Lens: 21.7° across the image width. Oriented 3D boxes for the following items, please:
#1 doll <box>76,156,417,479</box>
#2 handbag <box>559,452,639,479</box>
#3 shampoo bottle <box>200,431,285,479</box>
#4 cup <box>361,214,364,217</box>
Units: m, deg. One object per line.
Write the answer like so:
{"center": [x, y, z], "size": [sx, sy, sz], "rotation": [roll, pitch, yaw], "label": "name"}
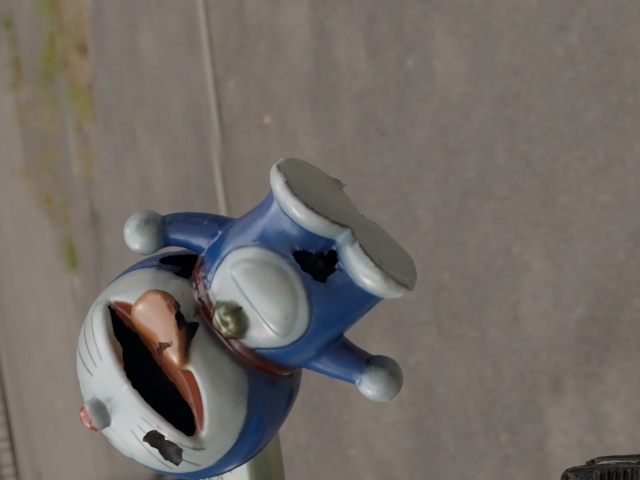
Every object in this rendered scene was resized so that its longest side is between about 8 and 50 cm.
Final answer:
{"center": [-0.057, 0.063, 1.159], "size": [0.215, 0.161, 0.257], "rotation": [47, 118, 2], "label": "doll"}
{"center": [0.379, 0.306, 1.623], "size": [0.088, 0.275, 0.244], "rotation": [-70, -33, -53], "label": "handbag"}
{"center": [-0.095, 0.219, 1.906], "size": [0.153, 0.071, 0.284], "rotation": [39, 137, 49], "label": "shampoo bottle"}
{"center": [-0.005, 0.005, 1.856], "size": [0.102, 0.074, 0.099], "rotation": [16, 143, 25], "label": "cup"}
